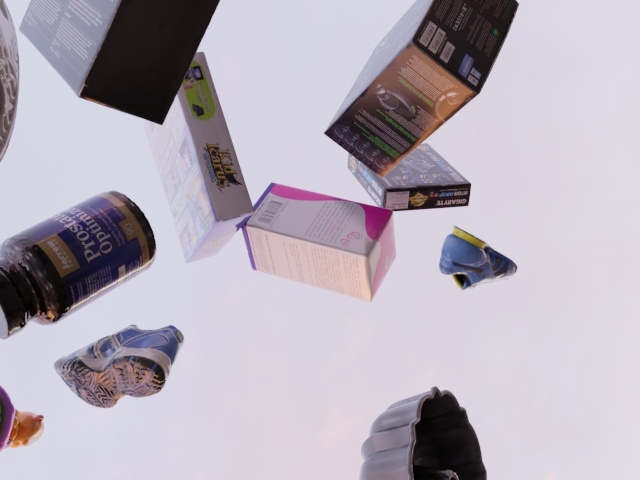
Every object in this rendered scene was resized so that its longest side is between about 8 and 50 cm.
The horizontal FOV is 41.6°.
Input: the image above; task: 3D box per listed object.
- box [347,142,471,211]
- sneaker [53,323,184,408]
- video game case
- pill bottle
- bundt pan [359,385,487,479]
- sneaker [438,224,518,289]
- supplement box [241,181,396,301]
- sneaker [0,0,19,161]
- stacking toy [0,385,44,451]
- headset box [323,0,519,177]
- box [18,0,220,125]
[{"bbox_3d":[0.166,-0.127,1.636,0.175,0.220,0.051,-5,-62,-16],"label":"box"},{"bbox_3d":[-0.251,0.154,1.055,0.080,0.211,0.081,60,-139,-25],"label":"sneaker"},{"bbox_3d":[-0.190,-0.113,1.267,0.061,0.269,0.244,-14,-98,-21],"label":"video game case"},{"bbox_3d":[-0.327,0.031,1.067,0.219,0.123,0.123,-35,-53,-40],"label":"pill bottle"},{"bbox_3d":[0.168,0.415,1.398,0.331,0.124,0.331,34,-132,-50],"label":"bundt pan"},{"bbox_3d":[0.241,0.041,1.316,0.209,0.069,0.082,23,-86,-54],"label":"sneaker"},{"bbox_3d":[0.000,0.000,1.355,0.111,0.220,0.114,-56,-31,-38],"label":"supplement box"},{"bbox_3d":[-0.251,-0.037,0.401,0.094,0.151,0.256,78,-159,-57],"label":"sneaker"},{"bbox_3d":[-0.426,0.205,0.977,0.175,0.166,0.302,-36,-30,4],"label":"stacking toy"},{"bbox_3d":[0.154,-0.270,1.357,0.131,0.283,0.246,36,-127,-11],"label":"headset box"},{"bbox_3d":[-0.218,-0.260,0.906,0.103,0.261,0.184,15,-72,-38],"label":"box"}]
